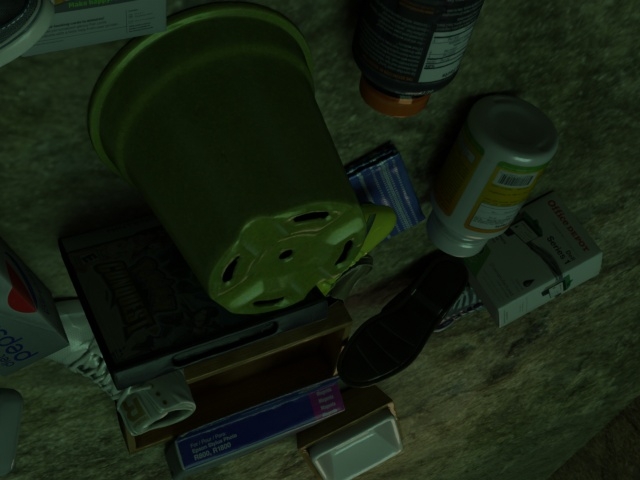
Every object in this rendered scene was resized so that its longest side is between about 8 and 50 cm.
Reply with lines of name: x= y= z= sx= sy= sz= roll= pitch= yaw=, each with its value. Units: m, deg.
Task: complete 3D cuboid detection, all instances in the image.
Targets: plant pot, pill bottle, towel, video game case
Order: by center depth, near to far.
plant pot: x=-0.082 y=-0.070 z=0.943 sx=0.276 sy=0.254 sz=0.276 roll=-22 pitch=149 yaw=-14
pill bottle: x=0.108 y=-0.252 z=0.955 sx=0.130 sy=0.130 sz=0.246 roll=-15 pitch=147 yaw=-23
video game case: x=-0.161 y=0.043 z=1.032 sx=0.248 sy=0.275 sz=0.035 roll=-17 pitch=127 yaw=-20
pill bottle: x=0.249 y=-0.088 z=1.311 sx=0.136 sy=0.136 sz=0.246 roll=-12 pitch=146 yaw=-27
towel: x=0.000 y=0.000 z=1.329 sx=0.336 sy=0.040 sz=0.243 roll=-31 pitch=150 yaw=1

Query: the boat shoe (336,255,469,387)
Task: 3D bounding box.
boat shoe: x=0.153 y=0.160 z=1.574 sx=0.307 sy=0.111 sz=0.104 roll=-40 pitch=170 yaw=-12

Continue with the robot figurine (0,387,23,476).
robot figurine: x=-0.540 y=0.225 z=1.044 sx=0.299 sy=0.200 sz=0.353 roll=-8 pitch=163 yaw=35

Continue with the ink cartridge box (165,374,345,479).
ink cartridge box: x=-0.124 y=0.362 z=1.642 sx=0.324 sy=0.072 sz=0.330 roll=-17 pitch=167 yaw=-19

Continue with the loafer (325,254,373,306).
loafer: x=0.033 y=0.079 z=1.462 sx=0.148 sy=0.050 sz=0.056 roll=-37 pitch=149 yaw=12

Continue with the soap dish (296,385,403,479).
soap dish: x=0.066 y=0.443 z=1.965 sx=0.228 sy=0.118 sz=0.291 roll=-27 pitch=150 yaw=-5

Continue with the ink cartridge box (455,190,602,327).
ink cartridge box: x=0.380 y=0.033 z=1.581 sx=0.219 sy=0.160 sz=0.093 roll=-29 pitch=150 yaw=-3

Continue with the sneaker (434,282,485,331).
sneaker: x=0.269 y=0.101 z=1.667 sx=0.223 sy=0.083 sz=0.098 roll=-41 pitch=142 yaw=22

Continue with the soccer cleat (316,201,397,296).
soccer cleat: x=-0.007 y=0.042 z=1.230 sx=0.289 sy=0.121 sz=0.093 roll=-25 pitch=151 yaw=-13

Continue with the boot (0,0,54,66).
boot: x=-0.325 y=-0.183 z=0.718 sx=0.189 sy=0.069 sz=0.086 roll=-17 pitch=148 yaw=12

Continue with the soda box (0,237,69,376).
soda box: x=-0.403 y=0.055 z=1.016 sx=0.098 sy=0.091 sz=0.286 roll=-26 pitch=150 yaw=-7

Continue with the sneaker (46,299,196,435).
sneaker: x=-0.290 y=0.190 z=1.240 sx=0.108 sy=0.169 sz=0.292 roll=-39 pitch=147 yaw=19

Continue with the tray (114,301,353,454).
tray: x=-0.153 y=0.231 z=1.511 sx=0.410 sy=0.076 sz=0.203 roll=-17 pitch=148 yaw=-19

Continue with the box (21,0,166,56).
box: x=-0.210 y=-0.258 z=0.767 sx=0.145 sy=0.038 sz=0.186 roll=-16 pitch=146 yaw=-22
